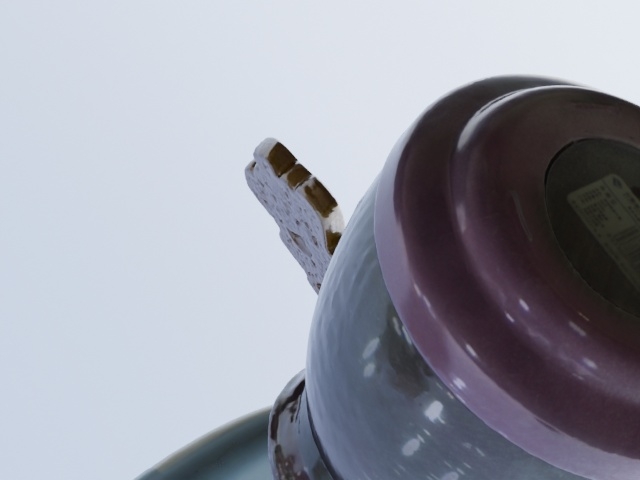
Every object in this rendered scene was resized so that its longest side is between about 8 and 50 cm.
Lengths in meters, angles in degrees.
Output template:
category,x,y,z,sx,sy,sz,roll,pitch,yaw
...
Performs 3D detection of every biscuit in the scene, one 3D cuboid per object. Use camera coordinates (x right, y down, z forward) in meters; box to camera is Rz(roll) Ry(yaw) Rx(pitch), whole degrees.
category,x,y,z,sx,sy,sz,roll,pitch,yaw
biscuit,0.000,0.000,0.777,0.016,0.082,0.092,-33,-73,-14

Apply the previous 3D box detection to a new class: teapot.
category,x,y,z,sx,sy,sz,roll,pitch,yaw
teapot,0.055,0.029,0.539,0.116,0.146,0.148,49,-133,10

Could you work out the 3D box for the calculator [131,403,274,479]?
category,x,y,z,sx,sy,sz,roll,pitch,yaw
calculator,-0.075,0.200,0.978,0.302,0.188,0.042,-41,-137,-18
